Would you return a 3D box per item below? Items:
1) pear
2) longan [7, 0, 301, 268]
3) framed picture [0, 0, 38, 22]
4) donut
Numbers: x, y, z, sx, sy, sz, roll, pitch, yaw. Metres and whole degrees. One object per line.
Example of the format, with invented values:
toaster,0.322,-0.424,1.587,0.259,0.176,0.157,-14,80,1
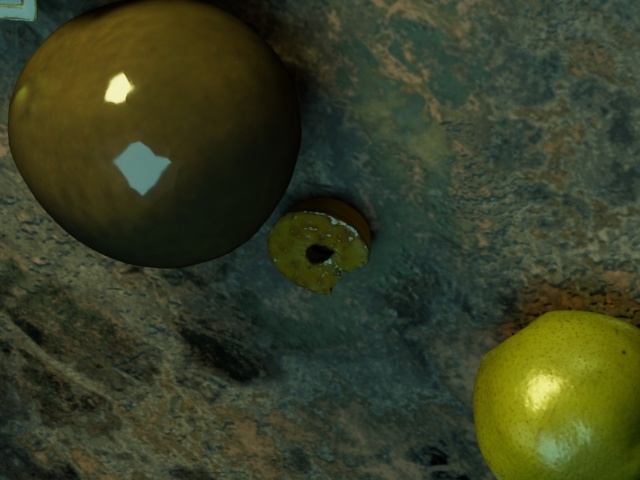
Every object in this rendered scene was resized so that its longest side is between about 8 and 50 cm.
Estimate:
pear,0.242,0.163,1.494,0.198,0.198,0.198,10,128,13
longan,-0.147,-0.097,1.400,0.258,0.258,0.258,10,128,13
framed picture,-0.350,-0.321,1.405,0.197,0.014,0.252,4,118,-1
donut,0.000,0.000,1.552,0.097,0.043,0.108,45,129,-16
